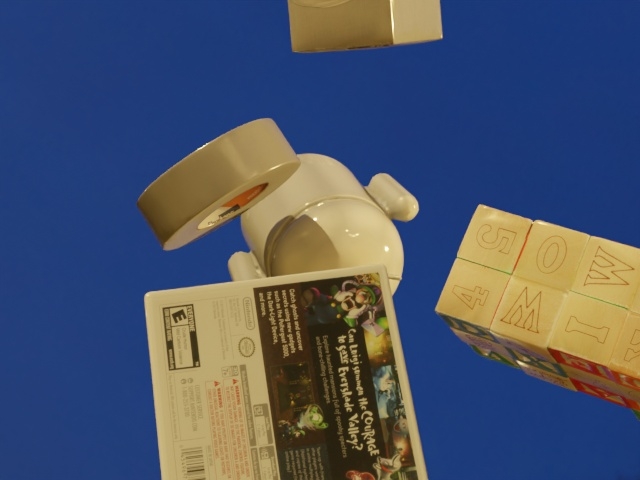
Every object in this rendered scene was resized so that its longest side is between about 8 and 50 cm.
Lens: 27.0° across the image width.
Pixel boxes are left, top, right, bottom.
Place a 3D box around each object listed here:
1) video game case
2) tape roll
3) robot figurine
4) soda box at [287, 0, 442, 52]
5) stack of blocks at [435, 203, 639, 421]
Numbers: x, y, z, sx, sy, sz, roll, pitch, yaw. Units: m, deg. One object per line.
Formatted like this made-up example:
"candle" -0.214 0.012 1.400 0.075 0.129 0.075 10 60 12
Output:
"video game case" -0.025 0.112 0.901 0.173 0.190 0.022 -7 -29 -5
"tape roll" -0.136 -0.074 1.784 0.072 0.219 0.219 58 -41 5
"robot figurine" 0.000 0.000 1.990 0.200 0.300 0.353 57 -2 -32
"soda box" 0.025 -0.290 1.016 0.091 0.098 0.286 0 -80 29
"stack of blocks" 0.249 0.079 0.940 0.297 0.087 0.171 18 -12 26
